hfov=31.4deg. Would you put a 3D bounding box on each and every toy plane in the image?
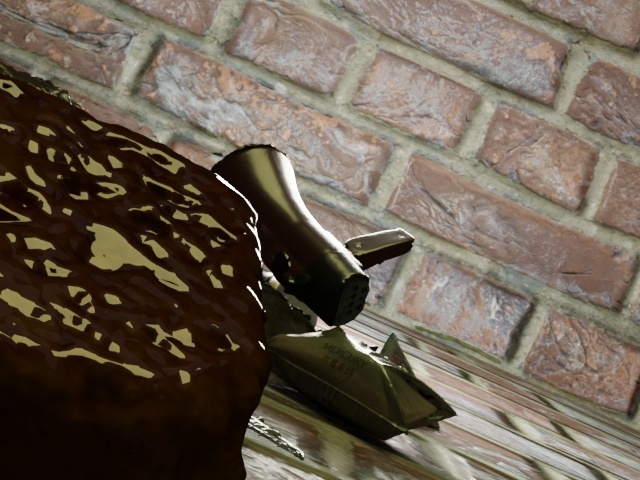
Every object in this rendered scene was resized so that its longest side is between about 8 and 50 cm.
[{"bbox_3d":[-0.109,0.178,1.201,0.226,0.058,0.226,21,-1,13],"label":"toy plane"}]

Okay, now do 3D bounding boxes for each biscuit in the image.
[{"bbox_3d":[-0.207,0.031,0.806,0.342,0.166,0.395,25,26,-21],"label":"biscuit"}]

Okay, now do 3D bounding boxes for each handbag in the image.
[{"bbox_3d":[0.054,0.200,1.619,0.270,0.117,0.182,26,17,31],"label":"handbag"}]

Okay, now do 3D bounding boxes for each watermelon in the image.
[{"bbox_3d":[0.143,0.241,1.892,0.180,0.081,0.094,58,-25,-8],"label":"watermelon"}]

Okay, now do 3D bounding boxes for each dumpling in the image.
[{"bbox_3d":[-0.108,0.136,1.769,0.332,0.086,0.166,24,-30,4],"label":"dumpling"}]

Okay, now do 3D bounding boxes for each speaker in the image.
[{"bbox_3d":[-0.017,0.012,1.839,0.329,0.198,0.259,42,16,34],"label":"speaker"}]

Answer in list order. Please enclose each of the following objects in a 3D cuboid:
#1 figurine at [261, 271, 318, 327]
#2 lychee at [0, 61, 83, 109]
[{"bbox_3d":[-0.117,0.098,1.919,0.236,0.133,0.176,23,1,3],"label":"figurine"},{"bbox_3d":[-0.352,-0.051,1.114,0.300,0.300,0.300,24,3,-1],"label":"lychee"}]
